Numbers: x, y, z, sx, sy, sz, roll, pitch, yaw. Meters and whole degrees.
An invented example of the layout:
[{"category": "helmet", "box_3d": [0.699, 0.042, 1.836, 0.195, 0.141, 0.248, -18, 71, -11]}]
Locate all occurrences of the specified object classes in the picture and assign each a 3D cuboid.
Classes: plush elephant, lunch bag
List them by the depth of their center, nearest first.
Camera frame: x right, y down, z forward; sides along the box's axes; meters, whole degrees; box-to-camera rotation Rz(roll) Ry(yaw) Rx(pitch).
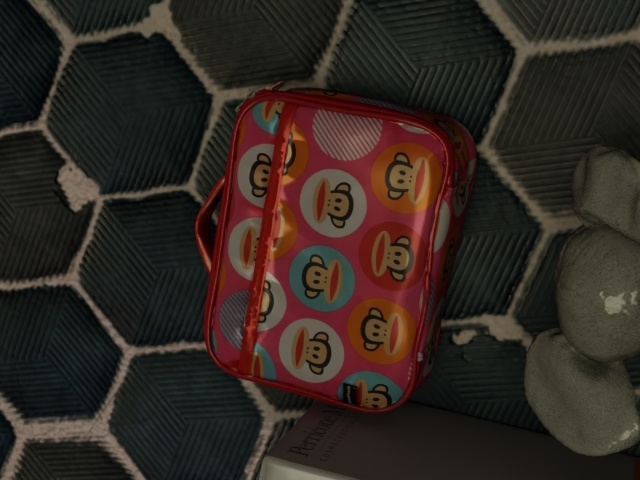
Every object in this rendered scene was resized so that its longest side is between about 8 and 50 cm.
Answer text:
[{"category": "plush elephant", "box_3d": [0.310, 0.059, 1.014, 0.255, 0.330, 0.272, 33, 117, 27]}, {"category": "lunch bag", "box_3d": [0.000, 0.000, 1.166, 0.258, 0.120, 0.293, 13, 103, 18]}]

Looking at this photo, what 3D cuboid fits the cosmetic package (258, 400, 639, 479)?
[{"category": "cosmetic package", "box_3d": [0.182, 0.284, 1.105, 0.453, 0.230, 0.162, 12, 104, 14]}]
